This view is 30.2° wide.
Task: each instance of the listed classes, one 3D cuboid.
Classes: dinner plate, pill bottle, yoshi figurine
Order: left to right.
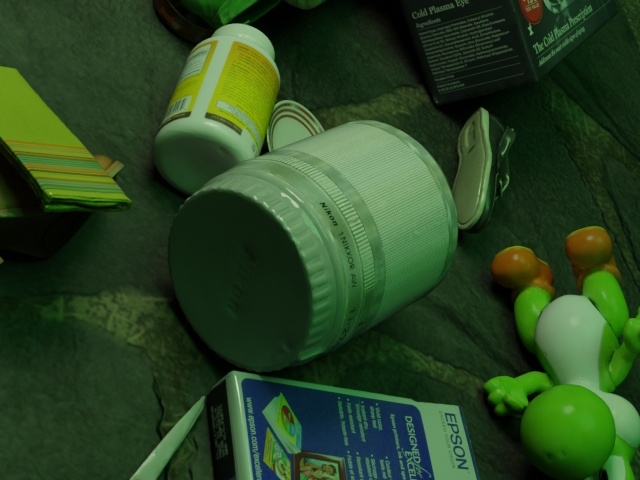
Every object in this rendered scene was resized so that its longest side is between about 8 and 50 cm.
[{"bbox_3d":[-0.114,-0.157,1.381,0.117,0.117,0.215,31,45,-17],"label":"pill bottle"},{"bbox_3d":[-0.026,-0.105,1.467,0.141,0.017,0.141,30,49,-43],"label":"dinner plate"},{"bbox_3d":[0.306,0.154,1.451,0.202,0.204,0.362,7,56,-16],"label":"yoshi figurine"}]

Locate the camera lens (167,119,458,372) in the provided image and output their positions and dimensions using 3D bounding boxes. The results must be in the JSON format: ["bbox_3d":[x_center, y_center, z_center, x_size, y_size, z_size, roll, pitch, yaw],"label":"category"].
[{"bbox_3d":[0.000,0.000,1.278,0.274,0.219,0.219,-26,77,-47],"label":"camera lens"}]

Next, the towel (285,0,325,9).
[{"bbox_3d":[-0.085,-0.489,1.660,0.374,0.090,0.320,40,39,2],"label":"towel"}]

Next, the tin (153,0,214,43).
[{"bbox_3d":[-0.143,-0.320,1.545,0.106,0.040,0.190,49,41,-4],"label":"tin"}]

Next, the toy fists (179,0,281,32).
[{"bbox_3d":[-0.064,-0.380,1.465,0.142,0.279,0.096,54,-3,5],"label":"toy fists"}]

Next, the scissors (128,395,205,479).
[{"bbox_3d":[-0.185,0.237,1.093,0.109,0.021,0.297,31,46,-15],"label":"scissors"}]

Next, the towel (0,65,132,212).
[{"bbox_3d":[-0.281,-0.102,1.147,0.102,0.021,0.237,3,35,-51],"label":"towel"}]

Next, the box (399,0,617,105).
[{"bbox_3d":[0.264,-0.414,1.760,0.343,0.178,0.313,-40,113,-48],"label":"box"}]

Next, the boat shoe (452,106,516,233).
[{"bbox_3d":[0.233,-0.092,1.642,0.079,0.084,0.233,32,41,-16],"label":"boat shoe"}]

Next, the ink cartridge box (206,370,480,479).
[{"bbox_3d":[0.042,0.297,1.203,0.307,0.072,0.304,15,49,-33],"label":"ink cartridge box"}]

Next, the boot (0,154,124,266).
[{"bbox_3d":[-0.345,-0.068,1.153,0.220,0.109,0.283,44,48,4],"label":"boot"}]
